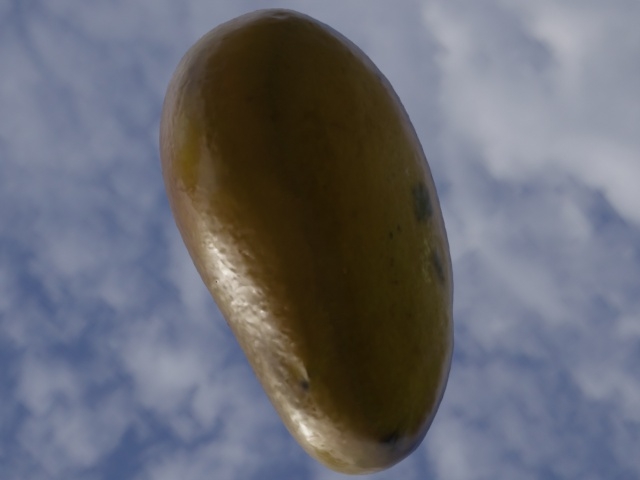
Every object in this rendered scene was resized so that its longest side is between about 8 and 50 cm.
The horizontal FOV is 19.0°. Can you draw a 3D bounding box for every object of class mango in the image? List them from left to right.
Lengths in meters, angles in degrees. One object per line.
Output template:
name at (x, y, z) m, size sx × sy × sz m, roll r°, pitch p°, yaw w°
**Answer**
mango at (0.001, -0.002, 0.733) m, size 0.178 × 0.090 × 0.115 m, roll 64°, pitch -150°, yaw -6°
